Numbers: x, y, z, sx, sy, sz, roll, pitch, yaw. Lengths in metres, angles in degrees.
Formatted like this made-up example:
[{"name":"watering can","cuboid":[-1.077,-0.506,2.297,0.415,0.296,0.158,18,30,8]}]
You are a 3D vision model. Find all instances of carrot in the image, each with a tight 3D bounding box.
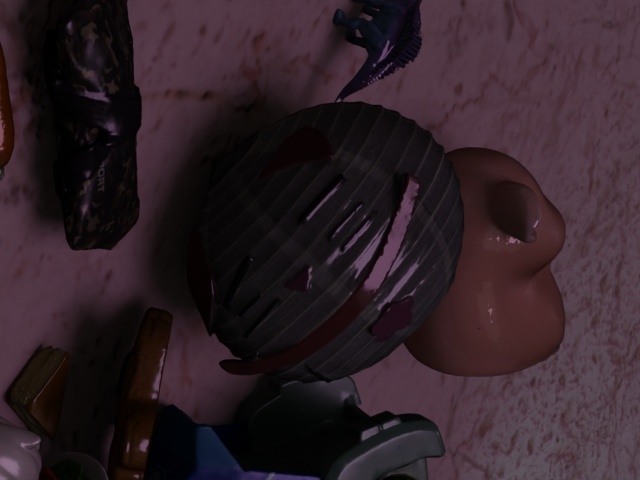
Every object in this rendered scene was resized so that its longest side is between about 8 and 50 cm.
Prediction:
[{"name":"carrot","cuboid":[-0.244,-0.111,1.262,0.035,0.035,0.142,-23,117,-48]}]

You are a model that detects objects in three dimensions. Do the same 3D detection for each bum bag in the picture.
[{"name":"bum bag","cuboid":[-0.173,-0.096,1.335,0.102,0.069,0.248,-85,173,-61]}]

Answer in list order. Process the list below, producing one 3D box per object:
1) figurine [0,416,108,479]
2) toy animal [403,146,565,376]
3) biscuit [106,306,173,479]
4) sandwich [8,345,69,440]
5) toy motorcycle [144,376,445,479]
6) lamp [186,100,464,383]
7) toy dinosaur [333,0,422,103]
[{"name":"figurine","cuboid":[-0.252,0.183,1.333,0.132,0.132,0.154,-56,132,-21]},{"name":"toy animal","cuboid":[0.171,0.020,1.777,0.213,0.195,0.256,-38,132,-50]},{"name":"biscuit","cuboid":[-0.158,0.175,1.440,0.180,0.039,0.236,-163,-99,-85]},{"name":"sandwich","cuboid":[-0.231,0.127,1.400,0.044,0.031,0.083,-12,117,-54]},{"name":"toy motorcycle","cuboid":[-0.059,0.228,1.588,0.326,0.191,0.200,-16,112,-30]},{"name":"lamp","cuboid":[0.000,0.000,1.500,0.265,0.233,0.233,-52,146,4]},{"name":"toy dinosaur","cuboid":[0.056,-0.193,1.602,0.197,0.080,0.045,-60,148,-15]}]
